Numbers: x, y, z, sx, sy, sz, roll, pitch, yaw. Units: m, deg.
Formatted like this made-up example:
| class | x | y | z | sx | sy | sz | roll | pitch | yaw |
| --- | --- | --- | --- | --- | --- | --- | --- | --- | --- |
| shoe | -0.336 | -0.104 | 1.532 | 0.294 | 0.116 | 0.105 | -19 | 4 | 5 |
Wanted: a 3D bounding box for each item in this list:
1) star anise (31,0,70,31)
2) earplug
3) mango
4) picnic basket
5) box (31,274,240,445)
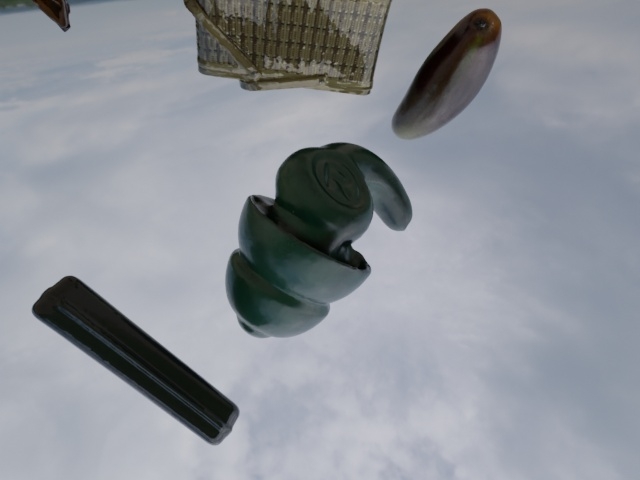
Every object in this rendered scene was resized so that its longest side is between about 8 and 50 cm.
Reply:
| class | x | y | z | sx | sy | sz | roll | pitch | yaw |
| --- | --- | --- | --- | --- | --- | --- | --- | --- | --- |
| star anise | -0.306 | -0.298 | 0.387 | 0.157 | 0.212 | 0.053 | -17 | -164 | 7 |
| earplug | -0.004 | -0.003 | 0.531 | 0.164 | 0.257 | 0.280 | 36 | -88 | 10 |
| mango | 0.223 | -0.278 | 0.750 | 0.111 | 0.267 | 0.133 | 35 | -133 | -3 |
| picnic basket | -0.058 | -0.380 | 0.723 | 0.313 | 0.175 | 0.228 | 3 | -134 | -8 |
| box | -0.201 | 0.131 | 0.464 | 0.050 | 0.230 | 0.160 | -53 | -162 | -26 |
